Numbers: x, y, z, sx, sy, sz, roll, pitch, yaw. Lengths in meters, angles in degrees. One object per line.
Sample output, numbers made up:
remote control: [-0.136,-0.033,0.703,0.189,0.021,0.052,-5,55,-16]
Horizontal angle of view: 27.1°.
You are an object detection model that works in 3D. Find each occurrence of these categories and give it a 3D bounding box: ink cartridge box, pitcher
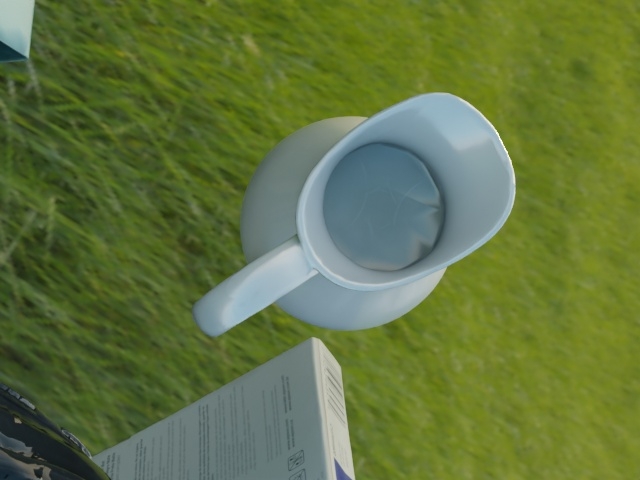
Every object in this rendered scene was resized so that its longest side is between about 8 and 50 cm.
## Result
ink cartridge box: [-0.079,0.195,0.938,0.224,0.223,0.045,-28,121,14]
pitcher: [0.000,0.000,0.745,0.177,0.125,0.207,-29,-179,-11]

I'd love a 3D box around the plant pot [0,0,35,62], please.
plant pot: [-0.408,-0.330,1.434,0.165,0.165,0.234,35,58,-60]

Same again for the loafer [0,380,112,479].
loafer: [-0.192,0.090,0.642,0.223,0.078,0.076,38,96,-25]
